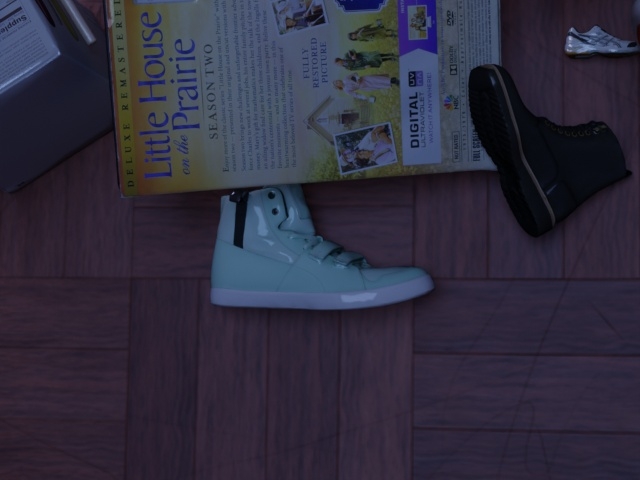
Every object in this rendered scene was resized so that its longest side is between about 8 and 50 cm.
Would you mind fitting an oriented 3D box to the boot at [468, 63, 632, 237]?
[{"bbox_3d":[0.245,-0.120,1.401,0.137,0.077,0.198,-30,118,-12],"label":"boot"}]

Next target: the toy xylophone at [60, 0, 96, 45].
[{"bbox_3d":[-0.213,-0.331,1.474,0.081,0.236,0.323,-38,90,39],"label":"toy xylophone"}]

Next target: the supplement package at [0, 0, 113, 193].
[{"bbox_3d":[-0.349,-0.179,1.459,0.204,0.262,0.145,-32,79,7],"label":"supplement package"}]

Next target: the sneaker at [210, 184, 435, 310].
[{"bbox_3d":[-0.001,0.000,1.456,0.255,0.094,0.151,1,90,13],"label":"sneaker"}]

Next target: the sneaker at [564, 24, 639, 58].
[{"bbox_3d":[0.313,-0.222,1.455,0.083,0.032,0.037,2,84,11],"label":"sneaker"}]

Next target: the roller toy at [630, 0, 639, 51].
[{"bbox_3d":[0.423,-0.198,1.347,0.146,0.209,0.191,-29,74,6],"label":"roller toy"}]

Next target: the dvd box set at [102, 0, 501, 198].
[{"bbox_3d":[-0.016,-0.212,1.394,0.420,0.062,0.308,-6,100,-10],"label":"dvd box set"}]
